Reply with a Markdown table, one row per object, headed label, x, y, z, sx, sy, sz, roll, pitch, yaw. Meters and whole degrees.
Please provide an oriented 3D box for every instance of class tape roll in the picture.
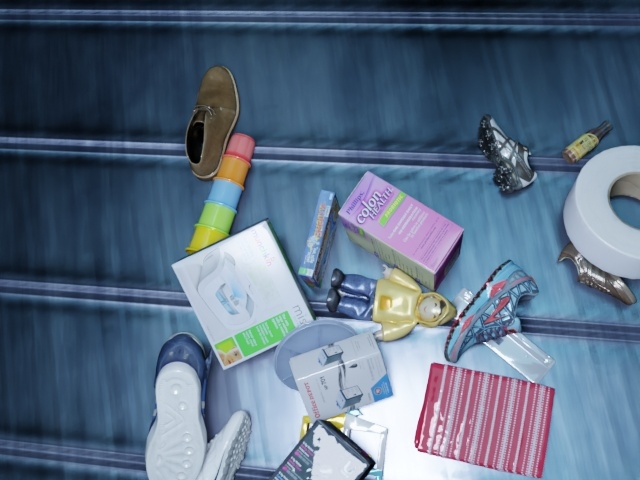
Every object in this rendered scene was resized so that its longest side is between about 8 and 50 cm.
| label | x | y | z | sx | sy | sz | roll | pitch | yaw |
| --- | --- | --- | --- | --- | --- | --- | --- | --- | --- |
| tape roll | 0.680 | -0.061 | 1.571 | 0.286 | 0.100 | 0.286 | 0 | 62 | 0 |

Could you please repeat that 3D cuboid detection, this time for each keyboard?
| label | x | y | z | sx | sy | sz | roll | pitch | yaw |
| --- | --- | --- | --- | --- | --- | --- | --- | --- | --- |
| keyboard | 0.398 | 0.211 | 1.619 | 0.256 | 0.014 | 0.072 | 40 | 89 | 16 |

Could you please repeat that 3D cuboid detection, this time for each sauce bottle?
| label | x | y | z | sx | sy | sz | roll | pitch | yaw |
| --- | --- | --- | --- | --- | --- | --- | --- | --- | --- |
| sauce bottle | 0.620 | -0.230 | 1.687 | 0.128 | 0.042 | 0.042 | -40 | 73 | -2 |

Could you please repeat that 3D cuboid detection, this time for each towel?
| label | x | y | z | sx | sy | sz | roll | pitch | yaw |
| --- | --- | --- | --- | --- | --- | --- | --- | --- | --- |
| towel | 0.352 | 0.385 | 1.569 | 0.275 | 0.031 | 0.199 | 11 | 77 | 10 |

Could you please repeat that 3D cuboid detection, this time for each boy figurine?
| label | x | y | z | sx | sy | sz | roll | pitch | yaw |
| --- | --- | --- | --- | --- | --- | --- | --- | --- | --- |
| boy figurine | 0.159 | 0.147 | 1.630 | 0.285 | 0.092 | 0.177 | 13 | 77 | 16 |

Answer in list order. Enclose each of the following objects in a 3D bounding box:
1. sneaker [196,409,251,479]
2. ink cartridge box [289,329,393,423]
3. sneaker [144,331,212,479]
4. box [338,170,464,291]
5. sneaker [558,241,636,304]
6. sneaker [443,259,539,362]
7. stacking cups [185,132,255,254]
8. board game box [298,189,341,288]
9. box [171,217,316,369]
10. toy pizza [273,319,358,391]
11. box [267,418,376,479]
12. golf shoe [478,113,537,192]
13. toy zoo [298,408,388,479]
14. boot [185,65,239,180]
| label | x | y | z | sx | sy | sz | roll | pitch | yaw |
| --- | --- | --- | --- | --- | --- | --- | --- | --- | --- |
| sneaker | -0.230 | 0.480 | 1.606 | 0.095 | 0.090 | 0.235 | 16 | 75 | 27 |
| ink cartridge box | 0.045 | 0.295 | 1.568 | 0.191 | 0.139 | 0.082 | -20 | 32 | -3 |
| sneaker | -0.309 | 0.363 | 1.613 | 0.130 | 0.236 | 0.323 | 4 | 109 | -6 |
| box | 0.181 | -0.014 | 1.605 | 0.243 | 0.213 | 0.117 | 32 | 82 | 16 |
| sneaker | 0.608 | 0.081 | 1.604 | 0.071 | 0.066 | 0.188 | -44 | 67 | 13 |
| sneaker | 0.372 | 0.172 | 1.572 | 0.125 | 0.104 | 0.262 | 38 | 89 | 14 |
| stacking cups | -0.226 | -0.104 | 1.761 | 0.096 | 0.096 | 0.316 | 16 | 75 | 12 |
| board game box | 0.000 | 0.000 | 1.669 | 0.035 | 0.136 | 0.201 | 13 | 78 | 11 |
| box | -0.164 | 0.115 | 1.629 | 0.231 | 0.127 | 0.262 | -24 | 95 | 1 |
| toy pizza | -0.005 | 0.251 | 1.598 | 0.201 | 0.201 | 0.032 | -24 | 32 | 2 |
| box | -0.027 | 0.516 | 1.486 | 0.143 | 0.165 | 0.270 | 38 | 84 | 16 |
| golf shoe | 0.436 | -0.209 | 1.701 | 0.094 | 0.077 | 0.198 | -17 | 77 | -11 |
| toy zoo | 0.041 | 0.497 | 1.585 | 0.192 | 0.030 | 0.293 | 5 | 76 | 10 |
| boot | -0.273 | -0.309 | 1.804 | 0.112 | 0.115 | 0.305 | 2 | 74 | 11 |
